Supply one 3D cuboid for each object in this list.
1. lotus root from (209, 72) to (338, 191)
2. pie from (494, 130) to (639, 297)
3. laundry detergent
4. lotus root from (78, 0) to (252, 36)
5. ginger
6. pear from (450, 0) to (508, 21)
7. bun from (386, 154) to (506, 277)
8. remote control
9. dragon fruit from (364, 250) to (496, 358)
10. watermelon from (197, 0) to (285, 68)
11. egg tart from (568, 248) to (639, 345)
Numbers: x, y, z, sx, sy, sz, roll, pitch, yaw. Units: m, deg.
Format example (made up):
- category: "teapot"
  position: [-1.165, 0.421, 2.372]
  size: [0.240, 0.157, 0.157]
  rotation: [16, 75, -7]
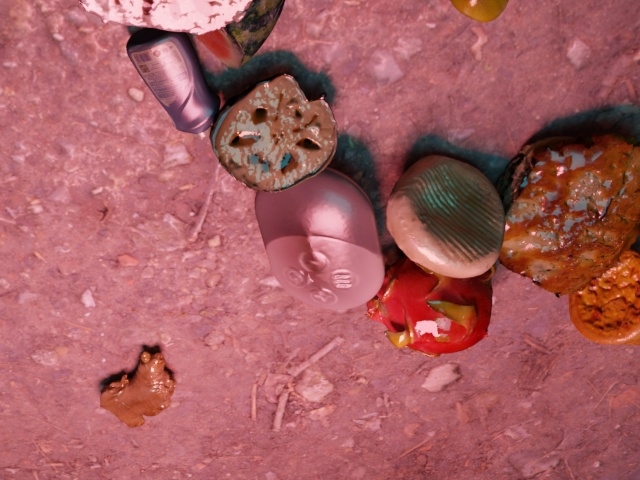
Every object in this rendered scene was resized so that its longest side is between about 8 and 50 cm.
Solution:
- category: "lotus root"
  position: [-0.078, -0.179, 1.373]
  size: [0.204, 0.078, 0.183]
  rotation: [-25, 114, -4]
- category: "pie"
  position: [0.462, -0.054, 1.543]
  size: [0.289, 0.103, 0.354]
  rotation: [9, 125, -14]
- category: "laundry detergent"
  position: [-0.220, -0.241, 1.321]
  size: [0.097, 0.061, 0.206]
  rotation: [-19, 131, 7]
- category: "lotus root"
  position: [-0.198, -0.396, 1.025]
  size: [0.272, 0.192, 0.272]
  rotation: [-9, 143, -7]
- category: "ginger"
  position: [-0.374, 0.317, 1.785]
  size: [0.137, 0.074, 0.213]
  rotation: [34, 113, -30]
- category: "pear"
  position: [0.239, -0.371, 1.246]
  size: [0.092, 0.097, 0.092]
  rotation: [1, 100, 3]
- category: "bun"
  position: [0.214, -0.035, 1.476]
  size: [0.231, 0.231, 0.133]
  rotation: [12, 154, -17]
- category: "remote control"
  position: [0.000, 0.000, 1.514]
  size: [0.221, 0.103, 0.332]
  rotation: [1, 129, 18]
- category: "dragon fruit"
  position: [0.212, 0.112, 1.595]
  size: [0.227, 0.224, 0.224]
  rotation: [15, 127, -16]
- category: "watermelon"
  position: [-0.152, -0.312, 1.212]
  size: [0.202, 0.207, 0.136]
  rotation: [2, 106, 13]
- category: "egg tart"
  position: [0.612, 0.125, 1.670]
  size: [0.147, 0.202, 0.202]
  rotation: [24, 125, -39]
